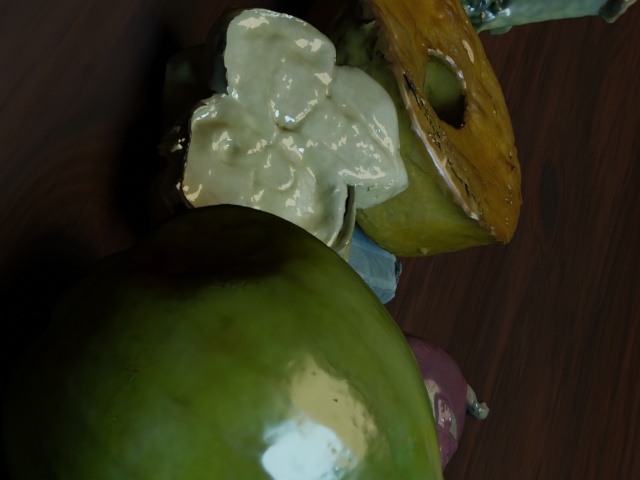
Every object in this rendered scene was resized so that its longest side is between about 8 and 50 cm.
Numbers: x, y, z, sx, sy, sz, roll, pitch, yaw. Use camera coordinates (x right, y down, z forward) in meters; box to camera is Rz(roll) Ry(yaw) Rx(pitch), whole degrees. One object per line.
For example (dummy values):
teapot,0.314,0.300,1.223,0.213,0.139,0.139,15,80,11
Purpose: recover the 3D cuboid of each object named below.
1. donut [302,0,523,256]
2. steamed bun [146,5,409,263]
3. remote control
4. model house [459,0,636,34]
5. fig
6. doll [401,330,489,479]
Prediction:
donut,0.070,-0.109,1.299,0.277,0.108,0.278,51,27,-39
steamed bun,-0.034,-0.054,1.093,0.192,0.106,0.177,20,65,-25
remote control,0.000,0.000,1.248,0.247,0.052,0.104,16,55,-65
model house,0.232,-0.358,1.566,0.261,0.266,0.321,-41,125,-65
fig,-0.043,0.115,0.909,0.271,0.239,0.239,42,33,-1
doll,0.035,0.181,1.213,0.196,0.152,0.256,37,31,-21
